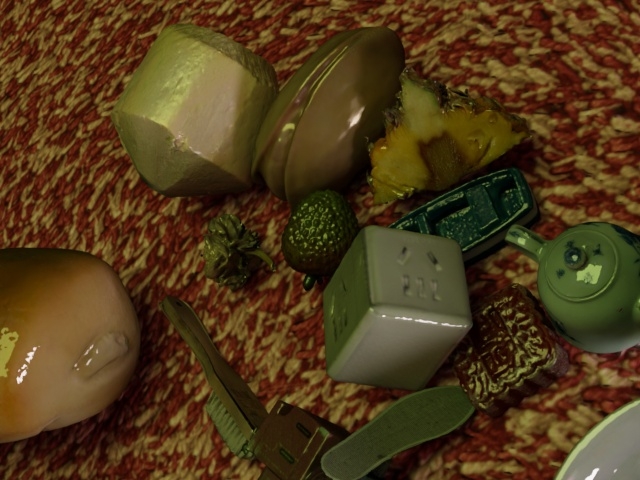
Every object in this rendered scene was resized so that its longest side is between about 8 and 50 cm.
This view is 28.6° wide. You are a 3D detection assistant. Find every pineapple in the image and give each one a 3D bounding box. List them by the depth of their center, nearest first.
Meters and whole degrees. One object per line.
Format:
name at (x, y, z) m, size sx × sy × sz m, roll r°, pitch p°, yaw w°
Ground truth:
pineapple at (0.150, -0.168, 1.689) m, size 0.249 × 0.164 × 0.140 m, roll -31°, pitch 16°, yaw 35°

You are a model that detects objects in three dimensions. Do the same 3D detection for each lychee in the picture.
lychee at (0.000, 0.000, 1.748) m, size 0.114 × 0.114 × 0.147 m, roll 24°, pitch 116°, yaw 39°

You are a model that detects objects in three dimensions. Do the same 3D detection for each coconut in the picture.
coconut at (-0.189, -0.180, 1.888) m, size 0.239 × 0.239 × 0.244 m, roll 18°, pitch 80°, yaw 38°

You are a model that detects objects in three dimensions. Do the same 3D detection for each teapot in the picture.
teapot at (0.321, 0.041, 1.497) m, size 0.232 × 0.159 × 0.159 m, roll 30°, pitch 87°, yaw 39°

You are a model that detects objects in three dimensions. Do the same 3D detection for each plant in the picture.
plant at (-0.113, 0.015, 1.830) m, size 0.122 × 0.104 × 0.117 m, roll 0°, pitch 58°, yaw 27°

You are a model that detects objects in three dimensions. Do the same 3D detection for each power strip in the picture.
power strip at (0.082, 0.105, 1.603) m, size 0.224 × 0.139 × 0.140 m, roll 119°, pitch 154°, yaw -47°

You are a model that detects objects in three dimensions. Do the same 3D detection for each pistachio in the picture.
pistachio at (0.016, -0.179, 1.781) m, size 0.162 × 0.181 × 0.293 m, roll 46°, pitch 105°, yaw 22°

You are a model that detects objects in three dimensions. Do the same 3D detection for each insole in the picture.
insole at (0.097, 0.234, 1.551) m, size 0.232 × 0.003 × 0.080 m, roll -24°, pitch 47°, yaw -28°

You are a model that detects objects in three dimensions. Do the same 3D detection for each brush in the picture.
brush at (-0.157, 0.198, 1.800) m, size 0.065 × 0.070 × 0.327 m, roll -52°, pitch 49°, yaw 15°

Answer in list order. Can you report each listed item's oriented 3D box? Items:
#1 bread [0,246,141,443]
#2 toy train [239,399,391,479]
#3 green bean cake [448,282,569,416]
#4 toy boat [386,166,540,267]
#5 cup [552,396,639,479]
bread at (-0.464, 0.142, 1.858) m, size 0.376 × 0.348 × 0.253 m, roll 2°, pitch 110°, yaw 34°
toy train at (-0.033, 0.367, 1.594) m, size 0.221 × 0.150 × 0.304 m, roll 30°, pitch 88°, yaw 49°
green bean cake at (0.227, 0.135, 1.573) m, size 0.135 × 0.056 × 0.135 m, roll -36°, pitch 55°, yaw 15°
toy boat at (0.153, 0.005, 1.680) m, size 0.299 × 0.061 × 0.096 m, roll -28°, pitch 56°, yaw 19°
cup at (0.412, 0.334, 1.289) m, size 0.347 × 0.163 × 0.347 m, roll -14°, pitch 62°, yaw 29°
